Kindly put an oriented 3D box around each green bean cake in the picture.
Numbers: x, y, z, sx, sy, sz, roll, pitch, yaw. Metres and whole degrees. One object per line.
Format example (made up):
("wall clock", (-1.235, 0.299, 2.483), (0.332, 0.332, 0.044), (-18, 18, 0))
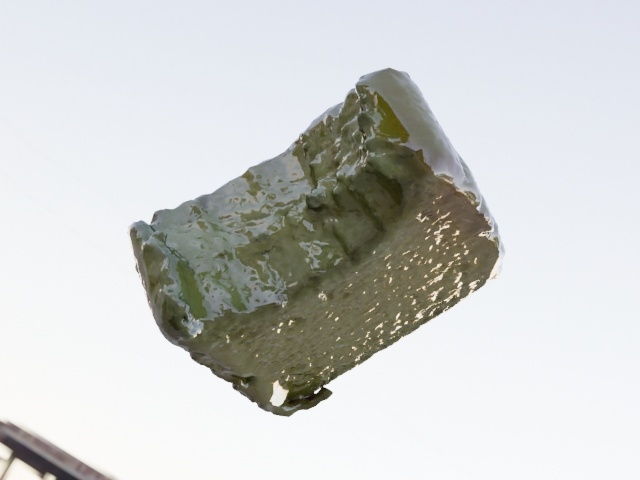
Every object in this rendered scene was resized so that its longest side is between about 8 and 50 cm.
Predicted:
("green bean cake", (0.000, 0.000, 0.971), (0.124, 0.236, 0.233), (61, 6, 30))
